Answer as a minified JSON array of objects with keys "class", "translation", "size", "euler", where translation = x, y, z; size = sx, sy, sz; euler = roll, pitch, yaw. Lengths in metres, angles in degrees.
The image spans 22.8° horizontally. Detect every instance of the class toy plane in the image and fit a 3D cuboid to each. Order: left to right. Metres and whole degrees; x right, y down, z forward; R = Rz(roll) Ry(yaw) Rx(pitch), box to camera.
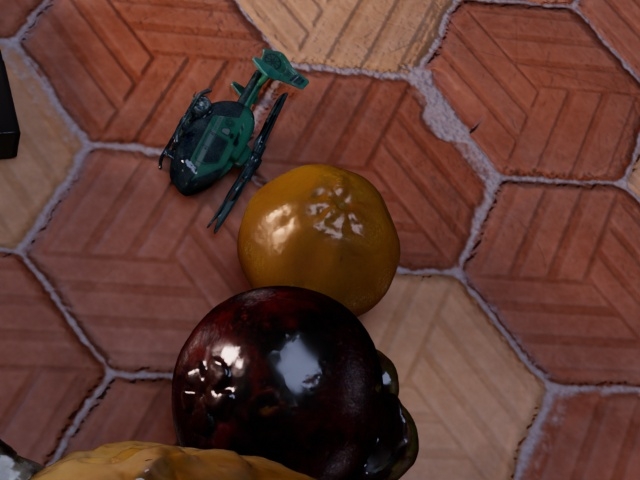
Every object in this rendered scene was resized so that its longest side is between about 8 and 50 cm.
[{"class":"toy plane","translation":[-0.090,-0.115,1.592],"size":[0.096,0.060,0.235],"euler":[31,56,-6]}]

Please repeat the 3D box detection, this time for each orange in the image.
[{"class":"orange","translation":[0.000,0.000,1.493],"size":[0.159,0.136,0.159],"euler":[8,58,-13]}]

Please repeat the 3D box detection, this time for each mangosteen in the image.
[{"class":"mangosteen","translation":[-0.029,0.137,1.361],"size":[0.210,0.210,0.210],"euler":[9,54,-12]}]

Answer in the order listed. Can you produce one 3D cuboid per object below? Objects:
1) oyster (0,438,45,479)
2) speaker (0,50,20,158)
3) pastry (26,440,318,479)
[{"class":"oyster","translation":[-0.227,0.259,1.262],"size":[0.396,0.111,0.204],"euler":[35,56,3]},{"class":"speaker","translation":[-0.353,-0.178,1.557],"size":[0.082,0.044,0.218],"euler":[-7,59,-22]},{"class":"pastry","translation":[-0.101,0.333,1.081],"size":[0.409,0.245,0.409],"euler":[12,56,-18]}]
